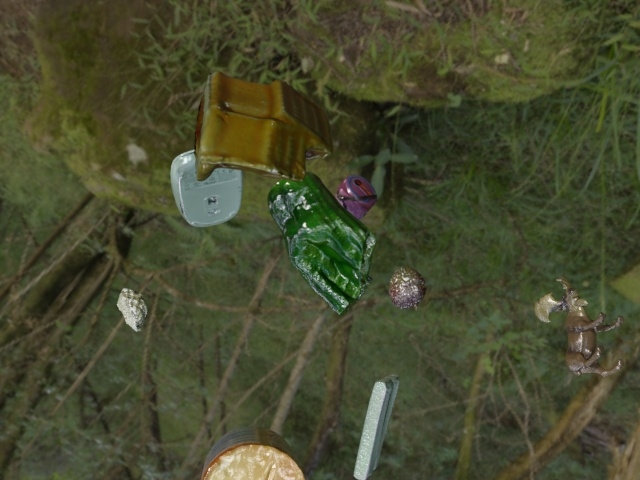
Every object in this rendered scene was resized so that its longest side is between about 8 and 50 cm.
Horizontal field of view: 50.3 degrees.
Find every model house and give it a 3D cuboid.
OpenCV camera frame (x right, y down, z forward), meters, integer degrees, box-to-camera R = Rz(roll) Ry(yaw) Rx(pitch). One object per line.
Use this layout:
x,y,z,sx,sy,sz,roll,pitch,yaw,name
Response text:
-0.095,-0.169,1.165,0.239,0.268,0.173,7,132,-13,model house

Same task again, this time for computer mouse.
-0.255,-0.135,1.533,0.288,0.159,0.097,97,157,-58,computer mouse

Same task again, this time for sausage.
-0.153,0.540,1.504,0.233,0.233,0.287,33,168,-2,sausage

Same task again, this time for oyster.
-0.504,0.180,1.796,0.100,0.098,0.037,15,179,23,oyster

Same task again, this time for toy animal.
0.544,0.178,1.451,0.093,0.214,0.186,8,171,-22,toy animal

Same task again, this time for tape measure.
0.102,-0.127,1.971,0.118,0.125,0.074,45,130,2,tape measure

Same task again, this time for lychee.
0.158,0.089,1.243,0.067,0.083,0.068,-5,160,-23,lychee

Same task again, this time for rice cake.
0.119,0.393,1.440,0.042,0.222,0.080,16,-170,25,rice cake

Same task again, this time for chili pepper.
-0.004,0.002,1.714,0.213,0.167,0.385,-35,86,48,chili pepper
